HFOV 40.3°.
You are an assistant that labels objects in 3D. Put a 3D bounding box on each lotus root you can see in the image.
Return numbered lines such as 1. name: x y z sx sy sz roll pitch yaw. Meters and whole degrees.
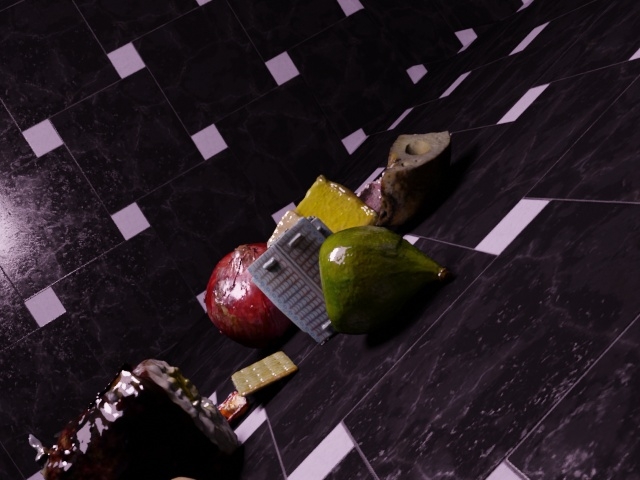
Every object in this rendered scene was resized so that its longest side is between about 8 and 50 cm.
1. lotus root: 0.224 -0.143 2.041 0.314 0.141 0.210 -67 -19 -49

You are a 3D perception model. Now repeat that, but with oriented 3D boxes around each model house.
1. model house: 0.000 0.000 2.056 0.234 0.193 0.175 -47 -18 -28
2. model house: -0.018 0.077 1.862 0.198 0.224 0.215 -42 5 5

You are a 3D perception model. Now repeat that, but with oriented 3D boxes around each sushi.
1. sushi: -0.334 0.393 1.623 0.294 0.281 0.299 -44 -19 -6

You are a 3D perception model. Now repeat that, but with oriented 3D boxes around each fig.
1. fig: 0.119 0.061 1.542 0.235 0.203 0.203 -10 20 16

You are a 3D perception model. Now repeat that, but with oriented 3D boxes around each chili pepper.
1. chili pepper: -0.217 0.395 1.876 0.268 0.050 0.059 -46 50 -7

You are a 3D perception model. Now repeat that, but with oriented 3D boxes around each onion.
1. onion: -0.156 0.129 2.163 0.276 0.276 0.276 -44 9 8

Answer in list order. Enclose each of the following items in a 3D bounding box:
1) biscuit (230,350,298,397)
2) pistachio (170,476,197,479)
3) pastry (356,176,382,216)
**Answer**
1. biscuit: -0.126 0.290 1.900 0.139 0.016 0.231 -25 6 -8
2. pistachio: -0.212 0.451 1.430 0.126 0.108 0.185 -5 3 -18
3. pastry: 0.095 -0.058 2.316 0.265 0.103 0.112 -44 15 -10
